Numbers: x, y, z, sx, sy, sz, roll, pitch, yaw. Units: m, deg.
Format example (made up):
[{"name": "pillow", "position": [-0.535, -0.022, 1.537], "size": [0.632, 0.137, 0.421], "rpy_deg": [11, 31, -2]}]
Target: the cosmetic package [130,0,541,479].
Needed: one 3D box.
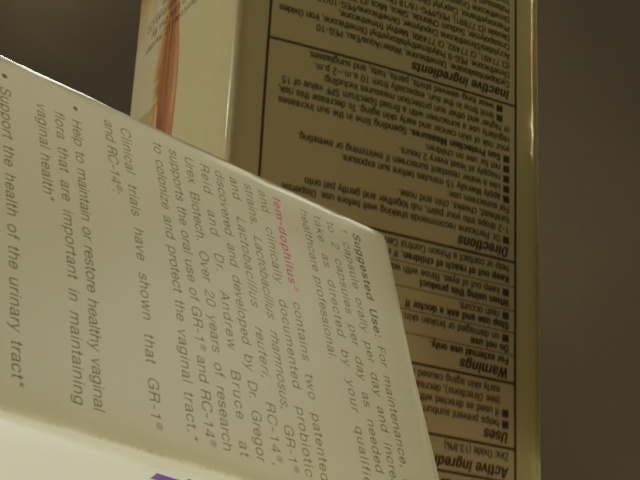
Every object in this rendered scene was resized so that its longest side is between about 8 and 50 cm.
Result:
[{"name": "cosmetic package", "position": [0.000, 0.000, 0.653], "size": [0.153, 0.129, 0.296], "rpy_deg": [15, -114, -25]}]

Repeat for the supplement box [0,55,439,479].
[{"name": "supplement box", "position": [-0.085, 0.032, 0.397], "size": [0.111, 0.220, 0.114], "rpy_deg": [-39, -133, 31]}]
